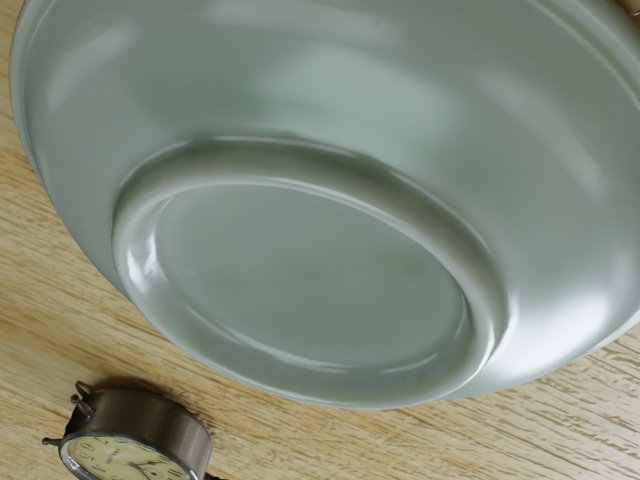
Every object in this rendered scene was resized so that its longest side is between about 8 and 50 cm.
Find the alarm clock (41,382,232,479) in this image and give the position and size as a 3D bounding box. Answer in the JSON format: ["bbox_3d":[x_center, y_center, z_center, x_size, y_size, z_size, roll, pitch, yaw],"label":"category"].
[{"bbox_3d":[-0.146,0.193,0.833,0.192,0.064,0.129,30,138,-12],"label":"alarm clock"}]

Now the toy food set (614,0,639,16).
[{"bbox_3d":[0.113,-0.125,0.416,0.082,0.020,0.083,13,139,4],"label":"toy food set"}]

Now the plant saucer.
[{"bbox_3d":[0.000,0.000,0.521,0.400,0.100,0.400,11,143,8],"label":"plant saucer"}]
